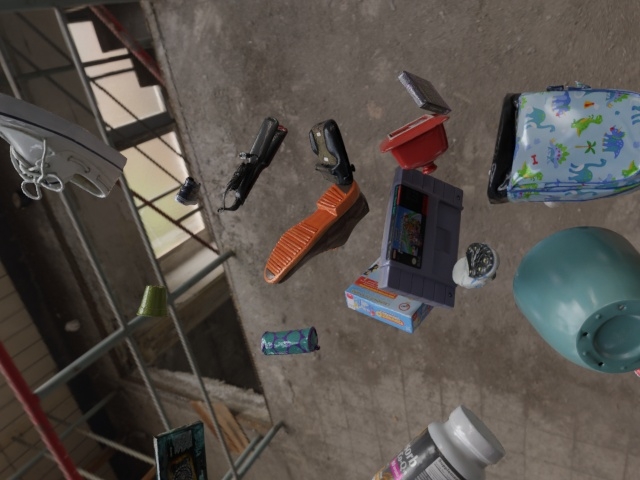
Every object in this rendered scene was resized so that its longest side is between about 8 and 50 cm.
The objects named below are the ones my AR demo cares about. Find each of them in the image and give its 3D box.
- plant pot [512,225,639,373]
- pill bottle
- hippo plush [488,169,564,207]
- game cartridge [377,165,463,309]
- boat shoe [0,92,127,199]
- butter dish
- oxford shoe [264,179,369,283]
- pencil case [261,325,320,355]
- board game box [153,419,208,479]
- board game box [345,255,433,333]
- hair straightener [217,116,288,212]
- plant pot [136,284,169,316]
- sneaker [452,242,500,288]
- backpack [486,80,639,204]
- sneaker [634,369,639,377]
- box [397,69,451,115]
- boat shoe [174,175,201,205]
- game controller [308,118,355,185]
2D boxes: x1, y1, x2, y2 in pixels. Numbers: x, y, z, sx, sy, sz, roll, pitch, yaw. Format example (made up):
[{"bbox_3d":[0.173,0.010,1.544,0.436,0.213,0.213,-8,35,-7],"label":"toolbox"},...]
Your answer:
[{"bbox_3d":[0.611,0.146,1.029,0.293,0.235,0.293,2,114,4],"label":"plant pot"},{"bbox_3d":[0.260,0.510,1.037,0.162,0.162,0.278,44,97,3],"label":"pill bottle"},{"bbox_3d":[0.666,-0.254,1.422,0.234,0.237,0.294,-59,40,39],"label":"hippo plush"},{"bbox_3d":[0.278,-0.013,1.267,0.230,0.355,0.068,20,158,-26],"label":"game cartridge"},{"bbox_3d":[-0.524,-0.152,0.908,0.136,0.367,0.156,18,84,7],"label":"boat shoe"},{"bbox_3d":[0.223,-0.204,1.045,0.160,0.160,0.118,-27,103,12],"label":"butter dish"},{"bbox_3d":[0.000,0.000,1.286,0.133,0.363,0.130,48,174,-35],"label":"oxford shoe"},{"bbox_3d":[-0.079,0.261,1.209,0.152,0.070,0.064,-10,104,24],"label":"pencil case"},{"bbox_3d":[-0.349,0.565,1.176,0.026,0.126,0.186,-1,93,49],"label":"board game box"},{"bbox_3d":[0.311,0.196,1.876,0.308,0.302,0.086,19,134,37],"label":"board game box"},{"bbox_3d":[-0.154,-0.157,0.965,0.047,0.089,0.230,33,90,27],"label":"hair straightener"},{"bbox_3d":[-0.447,0.161,1.258,0.083,0.083,0.079,3,86,31],"label":"plant pot"},{"bbox_3d":[0.360,0.059,1.042,0.086,0.237,0.085,5,78,4],"label":"sneaker"},{"bbox_3d":[0.587,-0.215,1.067,0.356,0.273,0.290,11,87,19],"label":"backpack"},{"bbox_3d":[0.883,0.363,1.231,0.118,0.067,0.042,34,98,54],"label":"sneaker"},{"bbox_3d":[0.289,-0.405,1.291,0.029,0.162,0.116,-41,69,32],"label":"box"},{"bbox_3d":[-0.422,-0.164,1.537,0.065,0.183,0.083,33,95,-10],"label":"boat shoe"},{"bbox_3d":[0.026,-0.237,1.260,0.067,0.319,0.166,-11,103,-8],"label":"game controller"}]
